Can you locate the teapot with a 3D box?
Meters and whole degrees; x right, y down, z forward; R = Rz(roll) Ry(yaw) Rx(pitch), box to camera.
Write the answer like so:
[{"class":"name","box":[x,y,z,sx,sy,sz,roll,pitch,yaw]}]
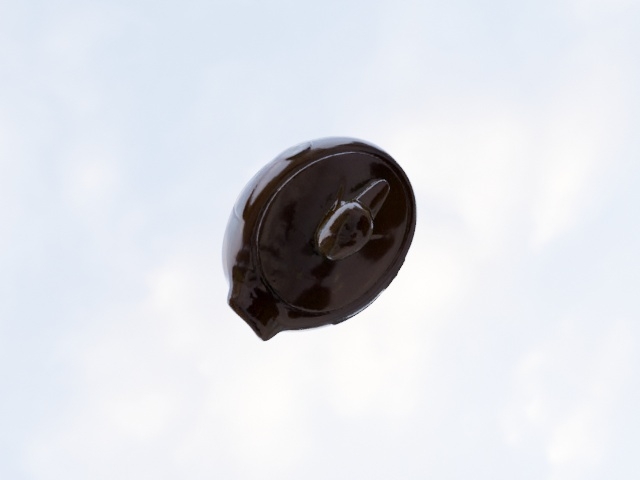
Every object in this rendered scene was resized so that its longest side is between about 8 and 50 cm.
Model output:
[{"class":"teapot","box":[0.000,0.000,0.843,0.129,0.078,0.098,-43,-76,-14]}]
